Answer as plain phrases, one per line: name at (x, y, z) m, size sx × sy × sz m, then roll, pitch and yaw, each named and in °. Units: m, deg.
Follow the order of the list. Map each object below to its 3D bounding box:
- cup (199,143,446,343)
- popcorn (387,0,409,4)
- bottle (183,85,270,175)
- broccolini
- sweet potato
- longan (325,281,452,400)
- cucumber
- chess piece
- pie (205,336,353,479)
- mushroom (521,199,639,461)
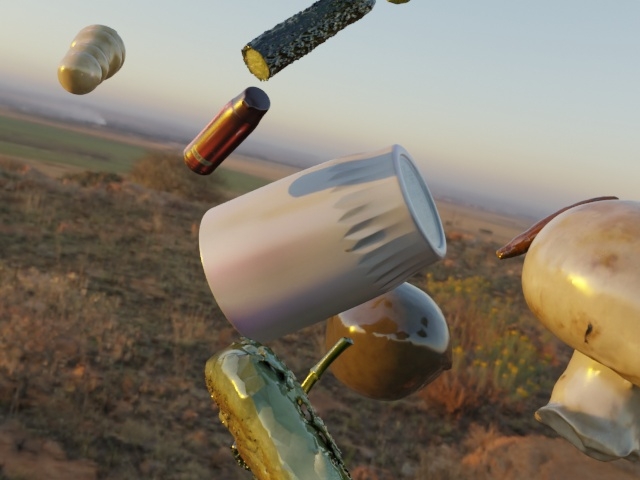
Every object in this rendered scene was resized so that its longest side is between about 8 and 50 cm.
cup at (0.000, 0.000, 1.266) m, size 0.372 × 0.253 × 0.253 m, roll -24°, pitch -6°, yaw 20°
popcorn at (0.156, -0.596, 1.558) m, size 0.217 × 0.235 × 0.181 m, roll 22°, pitch 41°, yaw 17°
bottle at (-0.136, -0.163, 1.122) m, size 0.060 × 0.060 × 0.164 m, roll 6°, pitch -34°, yaw -44°
broccolini at (-0.032, 0.206, 0.951) m, size 0.044 × 0.218 × 0.042 m, roll 42°, pitch 11°, yaw -11°
sweet potato at (0.474, -0.031, 1.518) m, size 0.265 × 0.057 × 0.057 m, roll -24°, pitch 8°, yaw 1°
longan at (0.147, 0.219, 1.659) m, size 0.288 × 0.288 × 0.350 m, roll 13°, pitch -6°, yaw 2°
cucumber at (-0.012, -0.479, 1.685) m, size 0.359 × 0.096 × 0.096 m, roll -39°, pitch 34°, yaw -22°
chess piece at (-0.385, -0.295, 1.252) m, size 0.094 × 0.094 × 0.170 m, roll 12°, pitch 26°, yaw -6°
pie at (-0.019, 0.271, 0.796) m, size 0.078 × 0.371 × 0.296 m, roll -26°, pitch 38°, yaw -16°
mushroom at (0.359, 0.106, 0.880) m, size 0.298 × 0.290 × 0.297 m, roll 23°, pitch 15°, yaw -7°
